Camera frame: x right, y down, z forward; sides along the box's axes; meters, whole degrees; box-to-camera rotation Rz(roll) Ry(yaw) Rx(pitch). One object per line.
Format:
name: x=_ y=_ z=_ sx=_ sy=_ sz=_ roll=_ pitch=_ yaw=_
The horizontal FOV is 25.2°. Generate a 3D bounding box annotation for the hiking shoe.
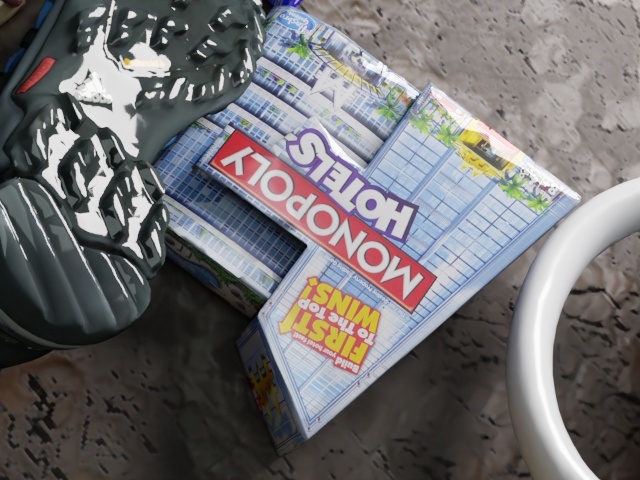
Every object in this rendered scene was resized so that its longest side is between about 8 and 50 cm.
hiking shoe: x=-0.122 y=-0.059 z=0.674 sx=0.113 sy=0.132 sz=0.304 roll=49 pitch=36 yaw=-23

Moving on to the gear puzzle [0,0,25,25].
gear puzzle: x=-0.287 y=-0.113 z=0.701 sx=0.175 sy=0.044 sz=0.339 roll=45 pitch=68 yaw=2

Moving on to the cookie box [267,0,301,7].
cookie box: x=-0.026 y=-0.194 z=0.793 sx=0.107 sy=0.040 sz=0.092 roll=43 pitch=68 yaw=2

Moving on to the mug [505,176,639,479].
mug: x=0.276 y=0.070 z=0.681 sx=0.374 sy=0.276 sz=0.328 roll=5 pitch=63 yaw=9

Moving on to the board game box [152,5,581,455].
board game box: x=0.000 y=0.000 z=0.730 sx=0.194 sy=0.060 sz=0.194 roll=36 pitch=68 yaw=-1
